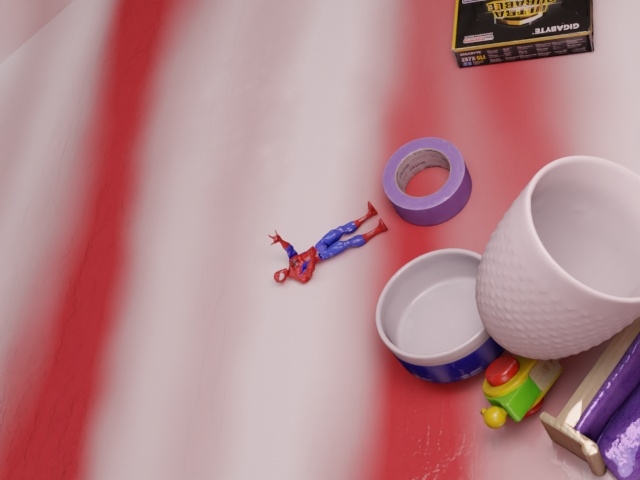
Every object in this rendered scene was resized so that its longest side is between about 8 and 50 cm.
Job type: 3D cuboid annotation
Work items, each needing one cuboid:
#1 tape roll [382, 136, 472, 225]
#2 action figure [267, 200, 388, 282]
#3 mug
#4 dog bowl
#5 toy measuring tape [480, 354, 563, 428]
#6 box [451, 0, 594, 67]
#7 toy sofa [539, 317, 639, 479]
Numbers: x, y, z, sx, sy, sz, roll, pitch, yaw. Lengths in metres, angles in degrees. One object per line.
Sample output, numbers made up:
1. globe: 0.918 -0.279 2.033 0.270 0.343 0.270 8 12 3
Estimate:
1. tape roll: 0.239 -0.132 1.969 0.189 0.080 0.189 -10 59 17
2. action figure: 0.000 0.000 1.968 0.280 0.139 0.091 -34 54 5
3. mug: 0.453 0.042 1.532 0.374 0.328 0.276 -23 67 -26
4. dog bowl: 0.250 0.149 1.758 0.265 0.104 0.265 -18 44 19
5. toy measuring tape: 0.407 0.237 1.693 0.121 0.121 0.330 27 60 32
6. box: 0.487 -0.554 2.099 0.322 0.079 0.257 -2 60 22
7. toy sofa: 0.572 0.247 1.575 0.177 0.150 0.362 32 78 34
